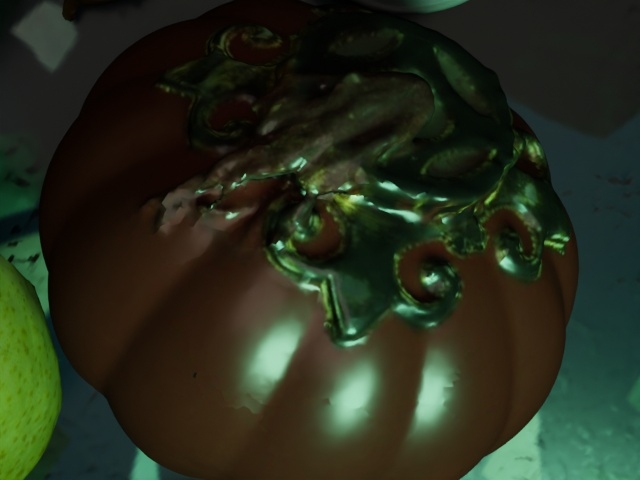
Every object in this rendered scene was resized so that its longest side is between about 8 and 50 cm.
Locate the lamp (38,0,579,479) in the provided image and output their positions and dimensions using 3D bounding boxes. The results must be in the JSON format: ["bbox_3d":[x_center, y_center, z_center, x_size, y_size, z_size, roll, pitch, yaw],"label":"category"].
[{"bbox_3d":[0.000,0.000,0.592,0.227,0.227,0.227,0,96,-4],"label":"lamp"}]

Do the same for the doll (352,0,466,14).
[{"bbox_3d":[0.122,-0.168,0.623,0.287,0.151,0.151,-13,97,2],"label":"doll"}]

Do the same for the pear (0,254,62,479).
[{"bbox_3d":[-0.192,0.045,0.611,0.178,0.178,0.178,0,96,-4],"label":"pear"}]

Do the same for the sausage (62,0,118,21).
[{"bbox_3d":[-0.065,-0.168,0.646,0.169,0.065,0.065,-43,97,1],"label":"sausage"}]
